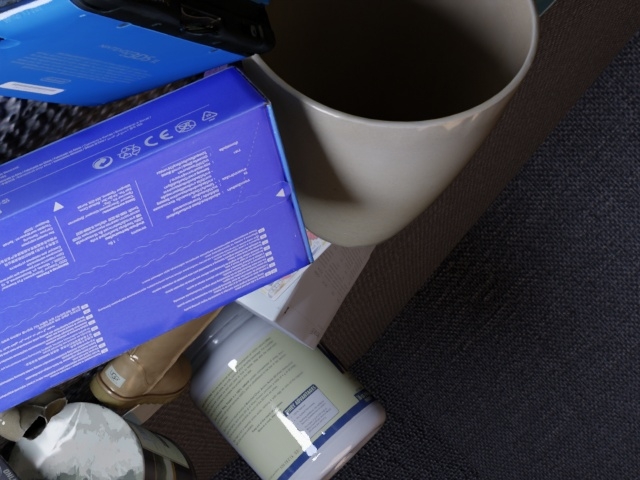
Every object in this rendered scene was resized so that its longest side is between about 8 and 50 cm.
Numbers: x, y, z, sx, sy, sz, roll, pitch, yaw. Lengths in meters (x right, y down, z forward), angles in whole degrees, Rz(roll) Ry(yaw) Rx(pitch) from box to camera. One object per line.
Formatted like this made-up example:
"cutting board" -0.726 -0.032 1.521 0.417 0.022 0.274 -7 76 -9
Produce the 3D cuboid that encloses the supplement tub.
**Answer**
"supplement tub" -0.074 0.262 1.990 0.235 0.325 0.235 -42 169 -10

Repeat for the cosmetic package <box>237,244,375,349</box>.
"cosmetic package" 0.000 0.000 1.689 0.284 0.097 0.377 -61 168 -6

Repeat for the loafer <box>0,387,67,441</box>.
"loafer" -0.376 0.233 1.520 0.056 0.050 0.148 -48 168 20

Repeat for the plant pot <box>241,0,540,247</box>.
"plant pot" 0.046 -0.120 1.078 0.256 0.256 0.274 -39 158 -26

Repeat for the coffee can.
"coffee can" -0.316 0.361 1.723 0.201 0.201 0.275 -43 160 -5

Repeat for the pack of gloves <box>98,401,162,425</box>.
"pack of gloves" -0.340 0.276 1.883 0.232 0.046 0.195 -45 158 -13

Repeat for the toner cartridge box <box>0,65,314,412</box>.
"toner cartridge box" -0.188 0.012 0.896 0.348 0.075 0.165 -25 130 -13

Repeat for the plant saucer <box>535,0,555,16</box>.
"plant saucer" 0.189 -0.331 1.281 0.318 0.043 0.317 -28 148 -19

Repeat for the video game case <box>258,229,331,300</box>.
"video game case" -0.046 -0.069 1.282 0.227 0.206 0.026 -45 -150 8

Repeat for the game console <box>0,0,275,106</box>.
"game console" -0.140 -0.212 0.793 0.250 0.173 0.293 -15 177 18

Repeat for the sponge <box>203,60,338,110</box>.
"sponge" -0.043 -0.114 1.191 0.210 0.031 0.117 7 116 -43

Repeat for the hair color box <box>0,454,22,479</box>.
"hair color box" -0.495 0.456 1.568 0.339 0.185 0.110 -50 166 26

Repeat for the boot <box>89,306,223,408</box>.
"boot" -0.190 0.124 1.699 0.269 0.089 0.236 -50 169 17
